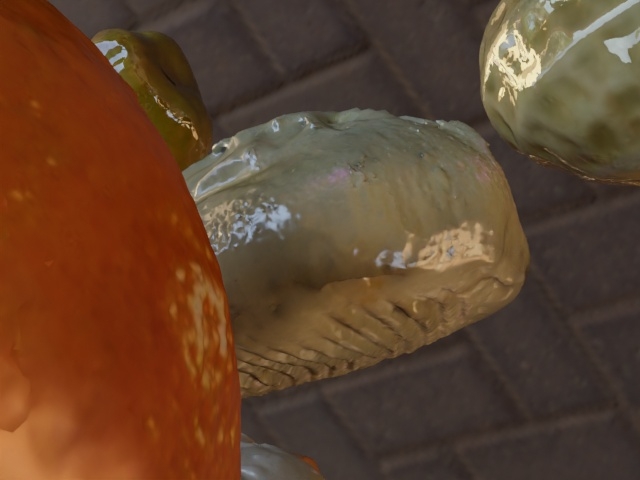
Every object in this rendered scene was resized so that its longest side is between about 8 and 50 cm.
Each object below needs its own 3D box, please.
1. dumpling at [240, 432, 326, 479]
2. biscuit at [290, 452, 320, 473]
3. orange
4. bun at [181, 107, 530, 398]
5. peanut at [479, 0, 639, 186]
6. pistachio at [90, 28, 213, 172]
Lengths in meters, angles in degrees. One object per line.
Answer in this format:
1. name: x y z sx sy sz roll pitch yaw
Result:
1. dumpling: -0.052 0.207 1.209 0.136 0.199 0.118 35 115 -15
2. biscuit: -0.053 0.356 1.517 0.047 0.334 0.202 9 154 40
3. orange: -0.230 0.054 0.672 0.424 0.326 0.424 13 141 10
4. bun: 0.000 0.000 0.956 0.239 0.239 0.141 -30 74 48
5. peanut: 0.210 -0.109 0.867 0.305 0.147 0.147 -23 115 41
6. pistachio: -0.133 -0.095 1.355 0.110 0.100 0.189 40 149 28
